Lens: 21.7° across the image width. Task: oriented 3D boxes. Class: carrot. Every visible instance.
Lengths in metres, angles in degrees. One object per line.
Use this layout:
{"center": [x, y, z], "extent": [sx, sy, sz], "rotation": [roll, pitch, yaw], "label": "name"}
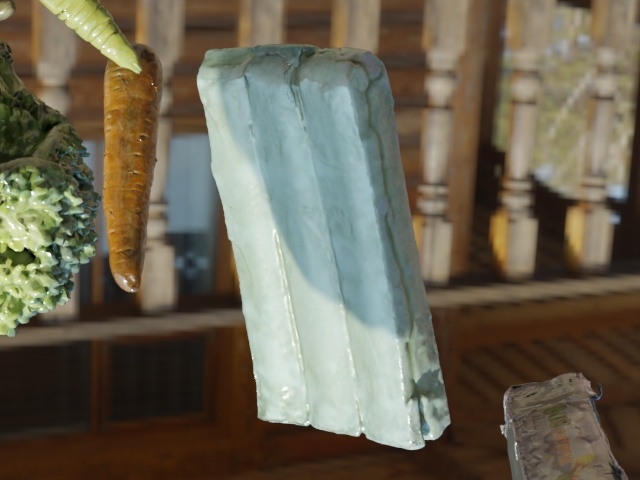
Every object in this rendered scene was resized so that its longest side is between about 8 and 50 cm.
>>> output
{"center": [-0.142, -0.054, 1.229], "extent": [0.047, 0.191, 0.047], "rotation": [2, 165, 1], "label": "carrot"}

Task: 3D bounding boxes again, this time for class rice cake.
{"center": [0.000, 0.000, 0.878], "extent": [0.124, 0.211, 0.038], "rotation": [6, -159, 37], "label": "rice cake"}

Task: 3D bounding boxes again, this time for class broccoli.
{"center": [-0.383, -0.050, 1.720], "extent": [0.317, 0.277, 0.338], "rotation": [17, -146, -9], "label": "broccoli"}

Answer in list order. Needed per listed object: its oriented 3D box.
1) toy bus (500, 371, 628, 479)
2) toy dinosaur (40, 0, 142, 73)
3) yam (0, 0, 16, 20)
{"center": [0.202, 0.206, 1.334], "extent": [0.112, 0.138, 0.317], "rotation": [-14, -168, 4], "label": "toy bus"}
{"center": [-0.205, -0.208, 1.067], "extent": [0.259, 0.094, 0.153], "rotation": [46, -171, -15], "label": "toy dinosaur"}
{"center": [-0.211, -0.109, 0.901], "extent": [0.107, 0.014, 0.014], "rotation": [-19, -170, 16], "label": "yam"}
